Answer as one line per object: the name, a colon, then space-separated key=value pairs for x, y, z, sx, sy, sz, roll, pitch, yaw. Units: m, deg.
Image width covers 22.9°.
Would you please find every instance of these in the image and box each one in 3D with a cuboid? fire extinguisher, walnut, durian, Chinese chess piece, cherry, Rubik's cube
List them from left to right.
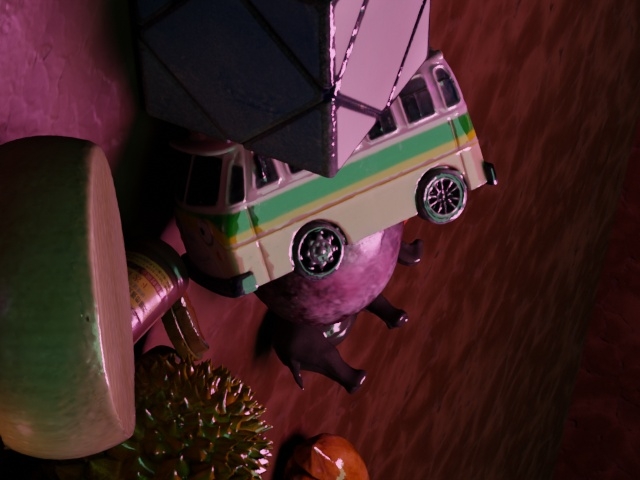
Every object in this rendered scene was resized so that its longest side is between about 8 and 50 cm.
Chinese chess piece: x=-0.206 y=0.044 z=1.220 sx=0.250 sy=0.101 sz=0.250 roll=173 pitch=-90 yaw=-89
fire extinguisher: x=-0.213 y=0.105 z=1.439 sx=0.252 sy=0.075 sz=0.106 roll=-49 pitch=141 yaw=-43
durian: x=-0.150 y=0.234 z=1.386 sx=0.291 sy=0.224 sz=0.291 roll=-178 pitch=-90 yaw=-73
Rubik's cube: x=-0.031 y=-0.215 z=1.415 sx=0.207 sy=0.205 sz=0.205 roll=-52 pitch=154 yaw=-36
cherry: x=0.002 y=-0.005 z=1.743 sx=0.195 sy=0.195 sz=0.195 roll=-52 pitch=153 yaw=-39
walnut: x=0.008 y=0.328 z=2.179 sx=0.116 sy=0.115 sz=0.207 roll=-60 pitch=157 yaw=-24

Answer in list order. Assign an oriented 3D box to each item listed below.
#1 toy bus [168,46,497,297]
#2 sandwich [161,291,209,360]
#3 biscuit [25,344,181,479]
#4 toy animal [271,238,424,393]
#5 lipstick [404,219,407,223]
toy bus: x=-0.001 y=-0.077 z=1.553 sx=0.305 sy=0.143 sz=0.179 roll=-24 pitch=111 yaw=-20
sandwich: x=-0.142 y=0.073 z=1.598 sx=0.067 sy=0.029 sz=0.135 roll=-98 pitch=170 yaw=-58
biscuit: x=-0.223 y=0.265 z=1.599 sx=0.291 sy=0.062 sz=0.237 roll=-52 pitch=153 yaw=-41
toy animal: x=0.036 y=0.073 z=1.947 sx=0.245 sy=0.146 sz=0.114 roll=-51 pitch=172 yaw=-33
lipstick: x=0.083 y=-0.013 z=2.134 sx=0.131 sy=0.038 sz=0.038 roll=-49 pitch=152 yaw=-41
